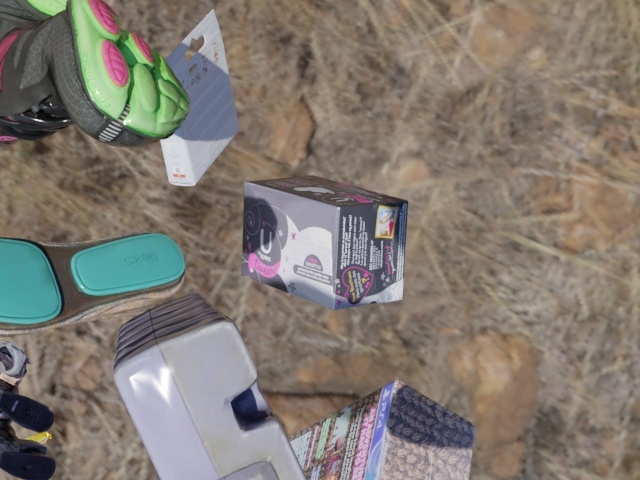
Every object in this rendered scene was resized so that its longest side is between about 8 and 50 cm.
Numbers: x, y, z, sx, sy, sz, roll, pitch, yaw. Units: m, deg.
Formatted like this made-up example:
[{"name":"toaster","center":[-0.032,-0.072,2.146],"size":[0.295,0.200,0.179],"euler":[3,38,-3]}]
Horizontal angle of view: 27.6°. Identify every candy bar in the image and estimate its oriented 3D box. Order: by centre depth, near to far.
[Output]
[{"name":"candy bar","center":[-0.468,0.312,1.919],"size":[0.161,0.040,0.018],"euler":[-15,79,-47]}]

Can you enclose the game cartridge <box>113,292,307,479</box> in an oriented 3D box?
[{"name":"game cartridge","center":[0.003,0.195,0.551],"size":[0.068,0.230,0.355],"euler":[-25,93,-12]}]

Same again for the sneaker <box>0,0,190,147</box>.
[{"name":"sneaker","center":[-0.299,-0.172,1.457],"size":[0.202,0.483,0.185],"euler":[-50,121,-5]}]

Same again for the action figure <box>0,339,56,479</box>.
[{"name":"action figure","center":[-0.433,0.232,1.757],"size":[0.099,0.285,0.185],"euler":[16,88,-29]}]

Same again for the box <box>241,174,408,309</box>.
[{"name":"box","center":[0.000,0.000,2.000],"size":[0.142,0.247,0.163],"euler":[-6,105,-36]}]

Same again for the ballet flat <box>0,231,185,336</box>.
[{"name":"ballet flat","center":[-0.285,0.056,1.342],"size":[0.316,0.108,0.106],"euler":[-1,154,-40]}]

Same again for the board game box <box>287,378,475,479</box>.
[{"name":"board game box","center":[0.046,0.355,1.717],"size":[0.141,0.291,0.232],"euler":[32,50,-22]}]

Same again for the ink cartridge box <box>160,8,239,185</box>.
[{"name":"ink cartridge box","center":[-0.162,-0.180,1.642],"size":[0.145,0.045,0.179],"euler":[-58,144,-48]}]

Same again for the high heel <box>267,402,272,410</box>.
[{"name":"high heel","center":[-0.192,0.377,1.746],"size":[0.127,0.181,0.377],"euler":[55,43,-36]}]
